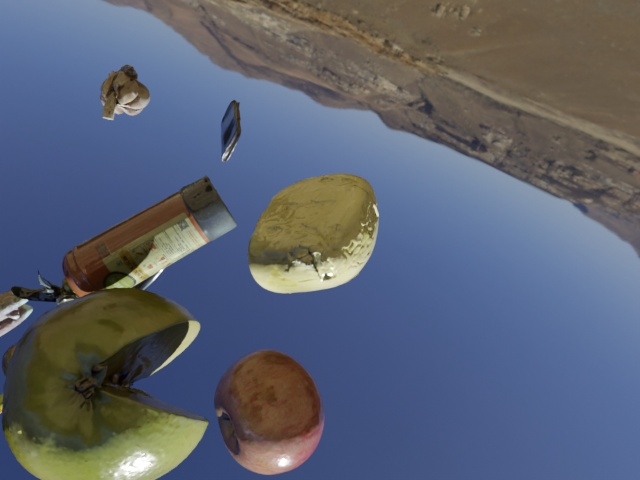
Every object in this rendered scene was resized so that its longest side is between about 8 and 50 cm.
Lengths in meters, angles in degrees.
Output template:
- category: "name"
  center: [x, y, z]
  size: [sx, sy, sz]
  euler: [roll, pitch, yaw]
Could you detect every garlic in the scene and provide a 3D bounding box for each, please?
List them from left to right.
- category: "garlic"
  center: [-0.570, -0.405, 1.383]
  size: [0.131, 0.127, 0.194]
  euler: [-11, -133, 7]

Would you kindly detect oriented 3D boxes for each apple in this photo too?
- category: "apple"
  center: [-0.296, 0.210, 0.696]
  size: [0.292, 0.291, 0.254]
  euler: [27, 162, 4]
- category: "apple"
  center: [-0.158, 0.476, 1.342]
  size: [0.270, 0.344, 0.345]
  euler: [4, -151, -49]

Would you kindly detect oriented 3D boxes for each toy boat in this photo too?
- category: "toy boat"
  center: [-0.907, 0.233, 1.322]
  size: [0.085, 0.155, 0.227]
  euler: [47, -132, 10]

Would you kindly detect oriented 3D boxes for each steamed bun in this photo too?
- category: "steamed bun"
  center: [0.000, 0.000, 0.913]
  size: [0.232, 0.166, 0.272]
  euler: [-7, -140, 26]

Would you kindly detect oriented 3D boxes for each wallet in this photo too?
- category: "wallet"
  center: [-0.192, -0.237, 1.018]
  size: [0.018, 0.082, 0.156]
  euler: [21, -149, -28]

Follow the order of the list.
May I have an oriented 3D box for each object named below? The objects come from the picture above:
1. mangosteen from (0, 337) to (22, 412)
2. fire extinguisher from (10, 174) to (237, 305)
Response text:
- category: "mangosteen"
  center: [-0.496, 0.226, 0.863]
  size: [0.156, 0.145, 0.181]
  euler: [21, -171, 17]
- category: "fire extinguisher"
  center: [-0.333, 0.040, 0.888]
  size: [0.113, 0.376, 0.200]
  euler: [52, 168, 45]
